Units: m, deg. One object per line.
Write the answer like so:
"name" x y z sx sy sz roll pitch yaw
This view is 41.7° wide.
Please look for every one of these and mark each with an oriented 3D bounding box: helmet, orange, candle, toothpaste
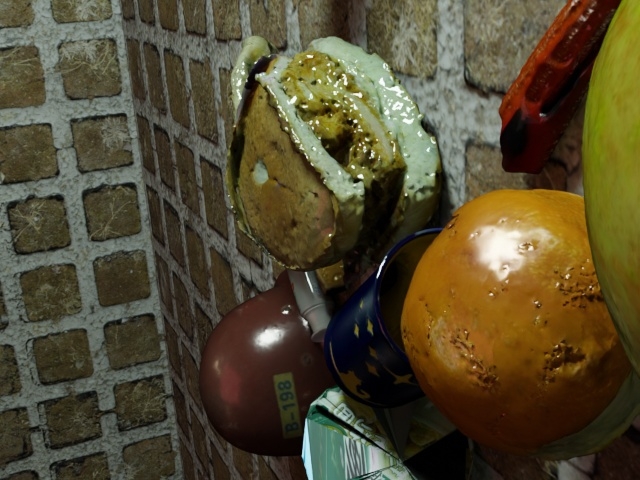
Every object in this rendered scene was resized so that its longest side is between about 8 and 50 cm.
"helmet" -0.122 0.262 1.639 0.337 0.230 0.384 -148 49 -63
"orange" 0.193 0.074 0.752 0.240 0.240 0.239 169 90 -68
"candle" 0.230 -0.167 0.773 0.084 0.059 0.301 56 153 20
"toothpaste" -0.040 0.030 1.534 0.100 0.066 0.323 55 -167 -62

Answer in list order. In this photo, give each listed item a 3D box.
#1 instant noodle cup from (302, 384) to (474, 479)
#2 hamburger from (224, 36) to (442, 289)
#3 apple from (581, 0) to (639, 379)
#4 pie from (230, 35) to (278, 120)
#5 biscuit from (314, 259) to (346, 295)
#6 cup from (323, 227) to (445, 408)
"instant noodle cup" 0.086 0.323 1.177 0.178 0.240 0.240 95 154 -52
"hamburger" 0.001 -0.097 1.156 0.318 0.195 0.276 62 149 24
"apple" 0.281 -0.031 0.364 0.339 0.340 0.339 169 90 -68
"pie" -0.096 -0.176 1.412 0.339 0.077 0.339 -6 -90 -88
"biscuit" 0.000 0.000 1.437 0.056 0.052 0.187 103 152 -78
"cup" 0.124 0.149 1.037 0.256 0.179 0.254 125 132 -64
